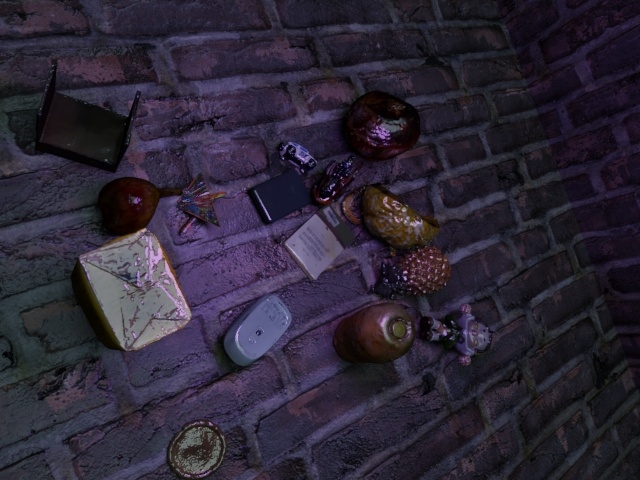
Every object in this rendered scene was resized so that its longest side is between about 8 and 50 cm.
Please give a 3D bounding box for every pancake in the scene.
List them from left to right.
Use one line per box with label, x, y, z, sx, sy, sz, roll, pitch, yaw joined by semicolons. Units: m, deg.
pancake;-0.401;0.687;1.575;0.199;0.021;0.199;8;74;-29

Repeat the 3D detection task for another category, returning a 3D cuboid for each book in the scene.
book;0.000;0.000;1.964;0.289;0.026;0.201;-43;101;-30

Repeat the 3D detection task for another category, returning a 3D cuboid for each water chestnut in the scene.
water chestnut;0.264;-0.470;2.092;0.351;0.302;0.350;3;50;-3

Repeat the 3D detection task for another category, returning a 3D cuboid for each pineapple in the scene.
pineapple;0.368;0.152;2.061;0.357;0.223;0.222;-15;87;-21

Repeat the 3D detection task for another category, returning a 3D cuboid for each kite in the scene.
kite;-0.424;-0.137;1.726;0.183;0.014;0.241;-21;70;-21

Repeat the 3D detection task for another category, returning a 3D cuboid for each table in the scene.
table;-0.714;-0.370;1.472;0.251;0.282;0.196;17;72;-26

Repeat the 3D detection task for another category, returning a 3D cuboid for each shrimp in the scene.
shrimp;0.174;-0.151;2.097;0.195;0.035;0.148;-44;103;-31

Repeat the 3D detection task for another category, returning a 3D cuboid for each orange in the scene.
orange;0.319;-0.083;2.027;0.369;0.271;0.210;33;95;-14

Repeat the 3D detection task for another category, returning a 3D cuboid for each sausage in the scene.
sausage;-0.441;-0.090;1.723;0.028;0.025;0.198;39;62;-8

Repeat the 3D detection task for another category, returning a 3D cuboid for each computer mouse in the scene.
computer mouse;-0.229;0.320;1.718;0.159;0.097;0.288;51;48;-9

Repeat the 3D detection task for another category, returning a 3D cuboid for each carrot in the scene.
carrot;0.202;0.357;1.824;0.224;0.341;0.224;8;72;-26

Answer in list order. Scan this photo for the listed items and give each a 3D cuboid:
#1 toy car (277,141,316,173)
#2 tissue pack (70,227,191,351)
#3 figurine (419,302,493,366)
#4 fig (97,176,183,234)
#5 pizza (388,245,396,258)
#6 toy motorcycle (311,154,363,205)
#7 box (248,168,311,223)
toy car;-0.096;-0.344;1.954;0.171;0.080;0.070;31;63;-21
tissue pack;-0.560;0.154;1.390;0.228;0.382;0.293;-26;93;-31
figurine;0.618;0.422;2.163;0.370;0.167;0.281;13;71;-20
fig;-0.604;-0.135;1.591;0.190;0.191;0.290;50;23;-12
pizza;0.323;0.041;2.154;0.037;0.016;0.083;-6;86;-33
toy motorcycle;0.069;-0.259;1.991;0.134;0.207;0.401;38;45;-4
box;-0.156;-0.175;1.897;0.230;0.050;0.160;-31;95;-32
